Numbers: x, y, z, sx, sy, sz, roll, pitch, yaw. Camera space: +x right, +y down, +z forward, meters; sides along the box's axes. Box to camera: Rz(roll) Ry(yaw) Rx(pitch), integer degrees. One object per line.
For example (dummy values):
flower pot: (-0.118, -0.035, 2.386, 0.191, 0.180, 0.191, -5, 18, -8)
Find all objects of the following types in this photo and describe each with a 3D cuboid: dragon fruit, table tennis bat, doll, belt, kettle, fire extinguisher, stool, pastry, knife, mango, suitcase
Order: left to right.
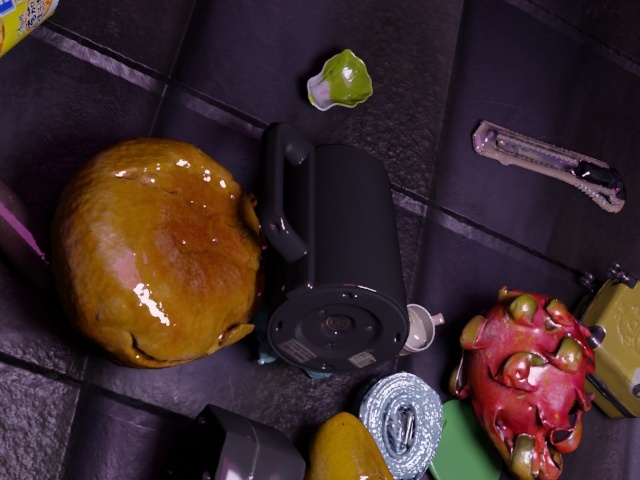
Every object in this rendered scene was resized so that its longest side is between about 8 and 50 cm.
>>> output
fire extinguisher: (-0.444, -0.053, 1.679, 0.268, 0.089, 0.072, 48, 32, -11)
pastry: (-0.218, 0.020, 1.719, 0.356, 0.163, 0.356, 18, 66, -46)
stool: (-0.132, 0.348, 1.675, 0.141, 0.232, 0.232, 24, 65, -22)
doll: (-0.037, 0.140, 1.888, 0.158, 0.059, 0.159, 38, 61, -19)
kettle: (-0.004, 0.010, 1.823, 0.262, 0.203, 0.308, 18, 45, -21)
mango: (0.047, 0.387, 1.812, 0.130, 0.167, 0.262, -8, 76, -47)
belt: (0.115, 0.286, 1.909, 0.147, 0.082, 0.163, 36, 79, -7)
table tennis bat: (0.204, 0.311, 2.000, 0.257, 0.039, 0.160, 48, 52, -15)
dragon fruit: (0.341, 0.227, 1.970, 0.243, 0.227, 0.307, -36, 92, 8)
knife: (0.432, -0.139, 2.270, 0.365, 0.043, 0.089, 18, 66, -25)
suitcase: (0.520, 0.186, 2.165, 0.235, 0.143, 0.194, 47, 57, -10)

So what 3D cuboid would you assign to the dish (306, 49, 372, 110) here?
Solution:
dish: (0.021, -0.257, 2.056, 0.137, 0.039, 0.091, -32, 98, -33)

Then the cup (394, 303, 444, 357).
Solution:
cup: (0.133, 0.138, 1.968, 0.074, 0.099, 0.102, 50, 56, -10)

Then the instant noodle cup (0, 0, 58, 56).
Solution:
instant noodle cup: (-0.469, -0.344, 1.701, 0.205, 0.205, 0.153, 53, 46, -7)
